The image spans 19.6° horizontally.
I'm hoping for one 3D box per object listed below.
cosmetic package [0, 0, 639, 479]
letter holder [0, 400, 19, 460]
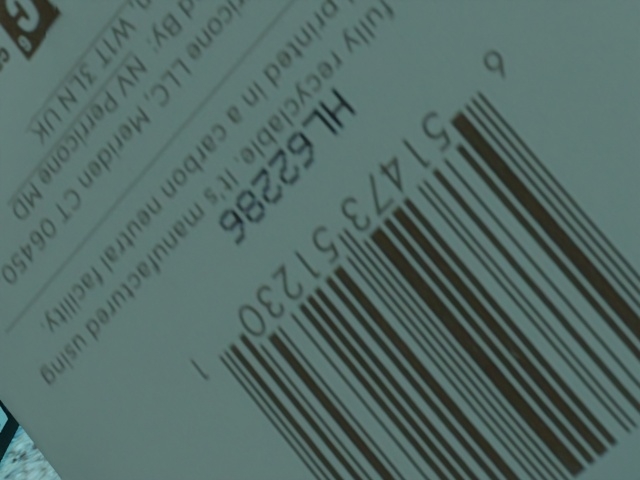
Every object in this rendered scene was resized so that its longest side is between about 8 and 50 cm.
[{"bbox_3d":[0.082,-0.061,0.761,0.329,0.327,0.393,-47,-12,29],"label":"cosmetic package"},{"bbox_3d":[-0.378,0.164,1.436,0.214,0.152,0.302,-26,17,15],"label":"letter holder"}]
